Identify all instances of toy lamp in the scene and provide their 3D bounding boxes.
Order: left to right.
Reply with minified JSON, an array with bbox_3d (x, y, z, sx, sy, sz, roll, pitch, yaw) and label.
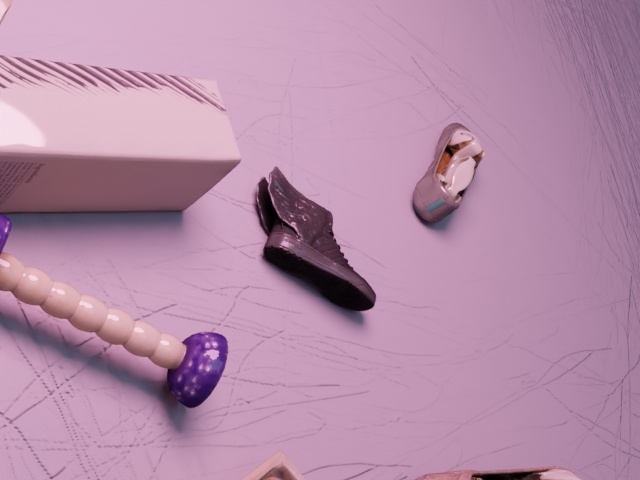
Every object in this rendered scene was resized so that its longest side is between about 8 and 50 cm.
[{"bbox_3d":[-0.206,0.050,0.723,0.275,0.080,0.080,32,48,-28],"label":"toy lamp"}]

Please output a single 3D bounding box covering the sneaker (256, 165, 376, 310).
[{"bbox_3d":[-0.001,0.001,0.955,0.170,0.051,0.089,32,53,-21],"label":"sneaker"}]

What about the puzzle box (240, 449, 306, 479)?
[{"bbox_3d":[-0.075,0.358,0.622,0.272,0.052,0.409,49,39,10],"label":"puzzle box"}]

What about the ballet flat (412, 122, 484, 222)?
[{"bbox_3d":[0.185,-0.100,1.174,0.072,0.068,0.213,46,43,-13],"label":"ballet flat"}]

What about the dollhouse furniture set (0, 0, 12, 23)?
[{"bbox_3d":[-0.322,-0.041,0.454,0.152,0.374,0.201,33,46,-30],"label":"dollhouse furniture set"}]

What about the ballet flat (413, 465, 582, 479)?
[{"bbox_3d":[0.228,0.292,0.952,0.316,0.106,0.107,9,60,-39],"label":"ballet flat"}]

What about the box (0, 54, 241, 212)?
[{"bbox_3d":[-0.215,-0.087,0.770,0.275,0.113,0.094,-2,67,-45],"label":"box"}]
